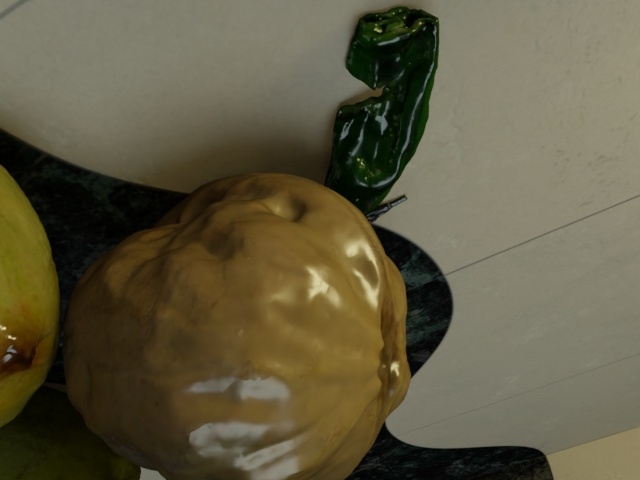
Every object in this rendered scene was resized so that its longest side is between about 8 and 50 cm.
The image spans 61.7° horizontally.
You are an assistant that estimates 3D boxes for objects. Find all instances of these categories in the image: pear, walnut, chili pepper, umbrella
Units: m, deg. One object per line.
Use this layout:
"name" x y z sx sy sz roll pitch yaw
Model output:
"pear" -0.516 0.414 0.881 0.412 0.352 0.352 8 137 -17
"walnut" -0.090 0.106 0.593 0.382 0.384 0.384 -7 140 -6
"chili pepper" 0.066 -0.126 0.588 0.099 0.084 0.254 6 134 -7
"umbrella" -0.003 -0.004 0.753 0.268 0.044 0.044 -30 100 11

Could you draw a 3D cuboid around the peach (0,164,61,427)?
"peach" -0.409 0.062 0.491 0.315 0.281 0.314 40 118 8
